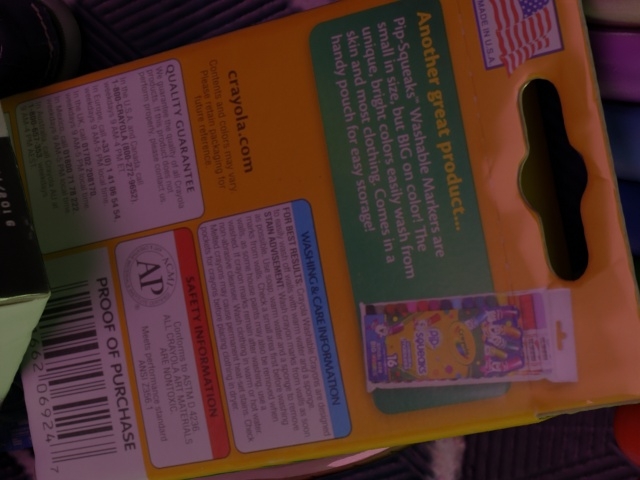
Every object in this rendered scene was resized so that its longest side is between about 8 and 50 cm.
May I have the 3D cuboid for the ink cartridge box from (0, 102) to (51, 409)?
[{"bbox_3d":[-0.226,0.033,0.932,0.371,0.069,0.176,-52,51,55],"label":"ink cartridge box"}]

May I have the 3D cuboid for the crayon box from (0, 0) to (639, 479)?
[{"bbox_3d":[0.000,0.000,0.819,0.323,0.083,0.203,-12,85,28],"label":"crayon box"}]

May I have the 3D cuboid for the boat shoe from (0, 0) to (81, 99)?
[{"bbox_3d":[-0.264,-0.128,1.013,0.254,0.079,0.095,20,104,23],"label":"boat shoe"}]

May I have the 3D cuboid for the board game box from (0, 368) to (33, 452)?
[{"bbox_3d":[-0.207,0.085,1.042,0.090,0.020,0.090,-13,89,27],"label":"board game box"}]

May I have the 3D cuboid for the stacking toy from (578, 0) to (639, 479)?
[{"bbox_3d":[0.182,0.025,0.801,0.141,0.141,0.330,3,104,25],"label":"stacking toy"}]

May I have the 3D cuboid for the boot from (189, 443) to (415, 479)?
[{"bbox_3d":[-0.026,0.047,0.922,0.213,0.077,0.165,-17,85,25],"label":"boot"}]
